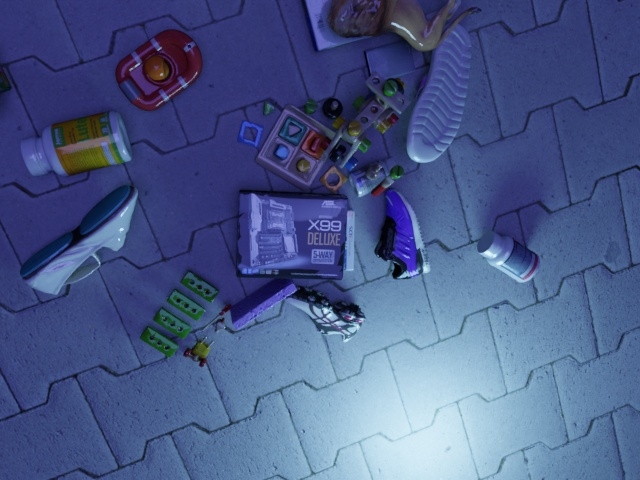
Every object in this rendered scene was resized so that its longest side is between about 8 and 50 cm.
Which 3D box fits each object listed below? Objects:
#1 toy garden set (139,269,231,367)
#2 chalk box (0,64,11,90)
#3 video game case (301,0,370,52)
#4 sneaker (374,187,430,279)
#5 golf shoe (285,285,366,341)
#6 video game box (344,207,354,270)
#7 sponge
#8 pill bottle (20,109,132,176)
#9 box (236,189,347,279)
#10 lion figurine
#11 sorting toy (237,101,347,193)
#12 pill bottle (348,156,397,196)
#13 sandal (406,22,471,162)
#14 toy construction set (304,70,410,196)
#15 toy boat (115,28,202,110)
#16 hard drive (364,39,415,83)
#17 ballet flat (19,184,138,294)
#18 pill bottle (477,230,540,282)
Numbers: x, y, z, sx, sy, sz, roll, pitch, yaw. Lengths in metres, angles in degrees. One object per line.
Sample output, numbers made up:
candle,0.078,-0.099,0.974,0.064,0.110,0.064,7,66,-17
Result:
toy garden set,-0.376,0.239,1.678,0.203,0.049,0.244,37,93,-15
chalk box,-0.863,-0.408,1.391,0.132,0.132,0.213,-20,107,-7
video game case,0.068,-0.682,1.549,0.244,0.061,0.270,-18,105,-7
sneaker,0.225,-0.008,1.711,0.146,0.102,0.294,-22,106,-5
golf shoe,0.002,0.225,1.722,0.272,0.105,0.120,23,104,-15
video game box,0.000,0.000,1.698,0.205,0.048,0.187,-3,100,-10
sponge,-0.169,0.173,1.666,0.210,0.117,0.031,-33,109,-3
pill bottle,-0.629,-0.243,1.470,0.245,0.136,0.137,-16,105,-8
box,-0.082,-0.016,1.615,0.307,0.076,0.243,3,101,-7
lion figurine,0.225,-0.595,1.502,0.392,0.142,0.240,20,105,-20
sorting toy,-0.063,-0.262,1.625,0.347,0.047,0.196,29,95,-16
pill bottle,0.158,-0.189,1.670,0.137,0.078,0.078,-24,106,-5
sandal,0.337,-0.419,1.650,0.169,0.102,0.417,22,85,-30
toy construction set,0.142,-0.293,1.516,0.257,0.237,0.309,-21,85,-16
toy boat,-0.414,-0.442,1.460,0.231,0.151,0.151,-37,107,-1
hard drive,0.200,-0.514,1.634,0.135,0.022,0.094,-17,105,-7
ballet flat,-0.625,0.006,1.546,0.400,0.139,0.139,-38,107,3
pill bottle,0.590,0.047,1.794,0.180,0.108,0.108,30,95,-16
